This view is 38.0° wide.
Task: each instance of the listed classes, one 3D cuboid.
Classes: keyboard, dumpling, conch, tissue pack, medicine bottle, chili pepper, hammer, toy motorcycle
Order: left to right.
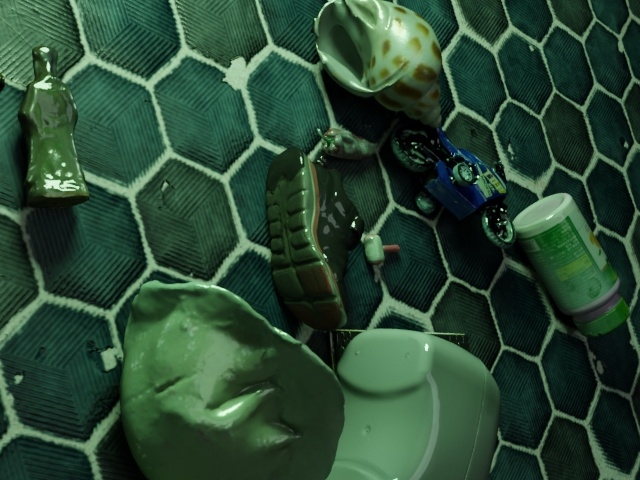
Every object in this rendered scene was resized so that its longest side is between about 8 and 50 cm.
[{"bbox_3d":[-0.131,0.205,1.225,0.270,0.212,0.320,-43,125,-1],"label":"dumpling"},{"bbox_3d":[0.043,-0.161,1.568,0.153,0.041,0.050,3,95,-55],"label":"chili pepper"},{"bbox_3d":[0.107,0.014,1.577,0.083,0.031,0.053,-3,83,-46],"label":"hammer"},{"bbox_3d":[0.116,-0.305,1.587,0.275,0.183,0.149,51,8,5],"label":"conch"},{"bbox_3d":[0.142,0.201,1.551,0.317,0.027,0.106,6,73,-39],"label":"keyboard"},{"bbox_3d":[0.128,0.314,1.365,0.236,0.229,0.333,35,65,-34],"label":"tissue pack"},{"bbox_3d":[0.248,-0.122,1.682,0.315,0.113,0.169,41,44,-13],"label":"toy motorcycle"},{"bbox_3d":[0.492,0.053,1.811,0.133,0.133,0.274,-42,105,-39],"label":"medicine bottle"}]

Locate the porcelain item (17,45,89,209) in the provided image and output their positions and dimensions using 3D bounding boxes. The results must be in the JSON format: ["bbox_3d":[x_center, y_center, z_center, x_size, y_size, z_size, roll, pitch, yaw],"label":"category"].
[{"bbox_3d":[-0.357,-0.151,1.218,0.081,0.069,0.216,-5,81,-28],"label":"porcelain item"}]

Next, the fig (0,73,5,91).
[{"bbox_3d":[-0.476,-0.209,1.094,0.259,0.151,0.151,-15,87,-45],"label":"fig"}]

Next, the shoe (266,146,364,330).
[{"bbox_3d":[0.000,0.000,1.446,0.137,0.114,0.291,5,71,-44],"label":"shoe"}]
